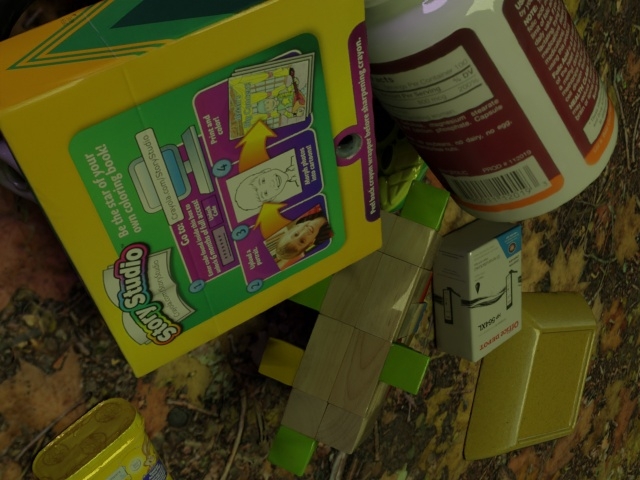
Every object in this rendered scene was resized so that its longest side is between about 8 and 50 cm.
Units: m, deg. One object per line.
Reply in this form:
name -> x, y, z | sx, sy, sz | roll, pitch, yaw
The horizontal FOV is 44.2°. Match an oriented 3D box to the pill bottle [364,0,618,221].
pill bottle -> 0.153, -0.218, 0.860 | 0.392, 0.224, 0.224 | 46, 69, -37

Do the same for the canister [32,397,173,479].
canister -> -0.237, 0.286, 0.915 | 0.126, 0.073, 0.170 | -39, 128, -30

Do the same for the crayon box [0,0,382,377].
crayon box -> -0.104, -0.068, 0.757 | 0.313, 0.106, 0.363 | -27, 141, -15

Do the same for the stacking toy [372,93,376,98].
stacking toy -> -0.032, -0.164, 0.943 | 0.279, 0.130, 0.309 | 26, 83, -45

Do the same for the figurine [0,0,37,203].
figurine -> -0.257, -0.172, 0.758 | 0.209, 0.092, 0.215 | -50, 132, -27

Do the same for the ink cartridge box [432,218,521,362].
ink cartridge box -> 0.268, 0.081, 1.337 | 0.148, 0.086, 0.203 | -25, 118, -37

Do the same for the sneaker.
sneaker -> 0.162, -0.159, 1.147 | 0.123, 0.109, 0.295 | 38, 74, -39

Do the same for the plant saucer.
plant saucer -> 0.437, 0.272, 1.564 | 0.333, 0.081, 0.332 | 3, 100, -45

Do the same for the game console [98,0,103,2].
game console -> -0.117, -0.351, 0.800 | 0.386, 0.060, 0.342 | 37, 70, -33

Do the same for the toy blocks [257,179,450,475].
toy blocks -> 0.071, 0.112, 1.067 | 0.261, 0.191, 0.381 | 14, 96, -76
